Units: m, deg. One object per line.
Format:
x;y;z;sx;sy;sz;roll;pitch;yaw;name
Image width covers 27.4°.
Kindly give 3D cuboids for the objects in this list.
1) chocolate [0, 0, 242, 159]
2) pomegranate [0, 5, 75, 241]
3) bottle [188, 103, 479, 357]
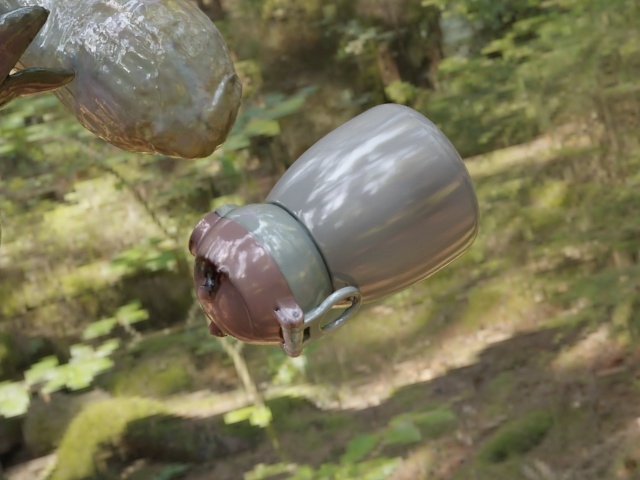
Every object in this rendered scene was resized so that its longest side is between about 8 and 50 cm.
-0.180;-0.166;1.060;0.134;0.134;0.309;-16;43;-42;chocolate
-0.197;-0.042;0.591;0.131;0.191;0.152;22;-32;7;pomegranate
0.000;0.000;1.074;0.236;0.148;0.147;-31;8;-22;bottle
